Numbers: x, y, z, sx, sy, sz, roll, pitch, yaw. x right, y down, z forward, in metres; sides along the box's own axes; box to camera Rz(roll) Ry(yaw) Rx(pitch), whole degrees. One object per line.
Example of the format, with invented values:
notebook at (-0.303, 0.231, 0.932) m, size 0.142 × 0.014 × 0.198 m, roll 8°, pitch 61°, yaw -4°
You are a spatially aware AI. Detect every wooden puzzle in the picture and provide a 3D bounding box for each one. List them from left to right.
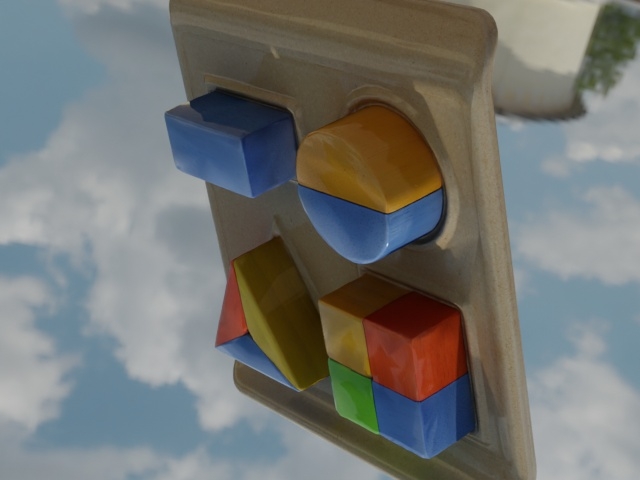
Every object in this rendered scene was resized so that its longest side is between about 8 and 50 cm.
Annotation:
wooden puzzle at (0.000, 0.000, 1.002) m, size 0.080 × 0.348 × 0.322 m, roll -22°, pitch -152°, yaw -33°
